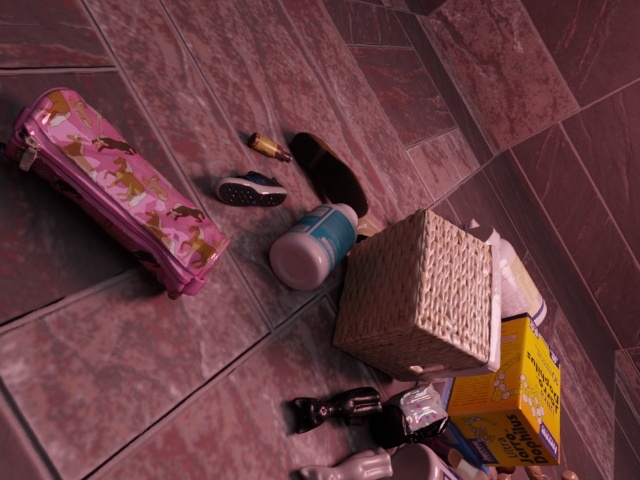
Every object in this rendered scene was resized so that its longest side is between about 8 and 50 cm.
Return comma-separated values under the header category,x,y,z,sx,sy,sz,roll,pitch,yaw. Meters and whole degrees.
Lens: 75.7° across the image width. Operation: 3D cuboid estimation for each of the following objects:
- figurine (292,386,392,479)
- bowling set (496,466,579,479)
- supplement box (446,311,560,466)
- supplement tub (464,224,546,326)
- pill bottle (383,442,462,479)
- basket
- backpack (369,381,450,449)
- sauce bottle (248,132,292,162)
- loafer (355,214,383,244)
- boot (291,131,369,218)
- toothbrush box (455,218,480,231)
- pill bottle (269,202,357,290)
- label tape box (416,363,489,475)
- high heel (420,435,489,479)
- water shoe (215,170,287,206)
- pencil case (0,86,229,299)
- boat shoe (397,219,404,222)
category,x,y,z,sx,sy,sz,roll,pitch,yaw
figurine,0.038,0.435,0.885,0.210,0.092,0.214,8,63,-35
bowling set,0.633,0.761,1.243,0.154,0.287,0.200,64,6,-7
supplement box,0.515,0.399,1.133,0.194,0.195,0.356,53,40,-10
supplement tub,0.548,0.137,1.340,0.324,0.236,0.235,56,41,-9
pill bottle,0.279,0.617,0.967,0.264,0.153,0.153,48,42,-15
basket,0.235,0.152,1.036,0.267,0.328,0.330,27,57,-23
backpack,0.223,0.423,1.001,0.182,0.152,0.115,-8,70,-31
sauce bottle,-0.132,-0.247,1.116,0.128,0.042,0.042,23,54,-35
loafer,0.176,0.024,1.245,0.269,0.102,0.092,34,48,-15
boot,0.049,-0.198,1.212,0.305,0.112,0.115,52,28,7
toothbrush box,0.648,0.085,1.674,0.283,0.122,0.206,40,45,-24
pill bottle,0.000,0.000,1.033,0.146,0.146,0.264,55,41,-8
label tape box,0.417,0.464,1.231,0.249,0.115,0.347,55,38,-8
high heel,0.356,0.612,1.094,0.244,0.117,0.082,47,67,-19
water shoe,-0.176,-0.128,0.999,0.203,0.073,0.080,7,42,-48
pencil case,-0.336,-0.069,0.717,0.386,0.160,0.167,46,51,-18
boat shoe,0.400,0.027,1.466,0.342,0.123,0.123,20,69,-38
